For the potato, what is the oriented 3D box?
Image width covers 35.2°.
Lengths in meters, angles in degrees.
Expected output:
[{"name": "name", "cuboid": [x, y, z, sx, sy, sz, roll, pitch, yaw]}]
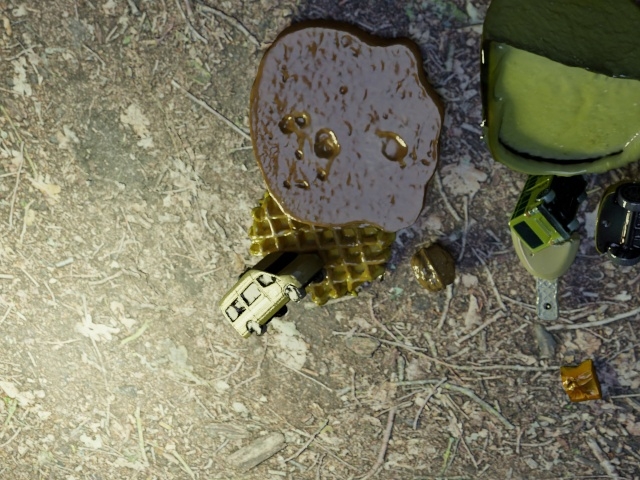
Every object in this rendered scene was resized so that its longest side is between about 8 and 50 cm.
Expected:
[{"name": "potato", "cuboid": [0.397, -0.262, 1.647, 0.330, 0.212, 0.280, 13, 145, 0]}]

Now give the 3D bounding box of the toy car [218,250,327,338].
[{"name": "toy car", "cuboid": [-0.100, 0.094, 2.034, 0.124, 0.101, 0.257, 47, 135, 1]}]

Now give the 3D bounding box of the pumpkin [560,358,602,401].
[{"name": "pumpkin", "cuboid": [0.530, 0.293, 2.052, 0.073, 0.035, 0.101, -16, 114, 25]}]

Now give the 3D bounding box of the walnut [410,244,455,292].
[{"name": "walnut", "cuboid": [0.222, 0.054, 1.978, 0.079, 0.082, 0.096, -28, 111, 3]}]

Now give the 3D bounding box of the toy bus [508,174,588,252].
[{"name": "toy bus", "cuboid": [0.400, -0.068, 1.772, 0.088, 0.175, 0.101, 46, 132, -13]}]

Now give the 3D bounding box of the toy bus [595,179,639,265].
[{"name": "toy bus", "cuboid": [0.641, -0.037, 1.717, 0.331, 0.151, 0.145, 8, 131, 13]}]

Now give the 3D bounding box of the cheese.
[{"name": "cheese", "cuboid": [0.426, 0.053, 1.917, 0.127, 0.049, 0.235, 3, 122, 17]}]

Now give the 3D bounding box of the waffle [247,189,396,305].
[{"name": "waffle", "cuboid": [-0.006, 0.007, 2.038, 0.329, 0.062, 0.329, 9, 124, 14]}]

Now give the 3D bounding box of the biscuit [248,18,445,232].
[{"name": "biscuit", "cuboid": [0.044, -0.207, 1.851, 0.365, 0.062, 0.385, 8, 113, 13]}]
